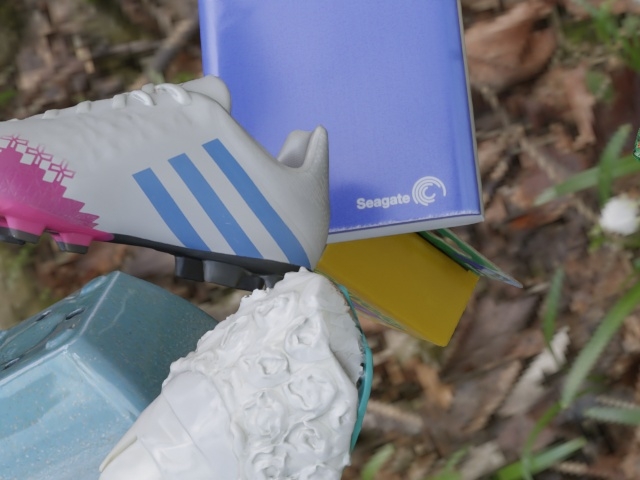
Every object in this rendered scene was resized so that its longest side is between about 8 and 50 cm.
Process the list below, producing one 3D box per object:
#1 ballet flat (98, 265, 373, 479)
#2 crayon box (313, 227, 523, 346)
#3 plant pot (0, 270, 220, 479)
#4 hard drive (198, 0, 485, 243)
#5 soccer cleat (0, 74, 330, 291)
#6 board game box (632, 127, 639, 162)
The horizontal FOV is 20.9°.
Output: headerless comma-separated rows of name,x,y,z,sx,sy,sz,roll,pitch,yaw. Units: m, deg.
ballet flat,-0.096,0.191,1.137,0.147,0.147,0.409,50,132,28
crayon box,0.000,0.000,1.603,0.323,0.203,0.083,17,77,45
plant pot,-0.167,0.176,1.400,0.247,0.248,0.252,-27,106,17
hard drive,0.009,-0.158,1.388,0.210,0.040,0.318,-8,77,12
soccer cleat,-0.137,-0.056,1.185,0.116,0.331,0.143,6,83,57
board game box,0.309,-0.112,1.297,0.136,0.259,0.030,39,137,-17
